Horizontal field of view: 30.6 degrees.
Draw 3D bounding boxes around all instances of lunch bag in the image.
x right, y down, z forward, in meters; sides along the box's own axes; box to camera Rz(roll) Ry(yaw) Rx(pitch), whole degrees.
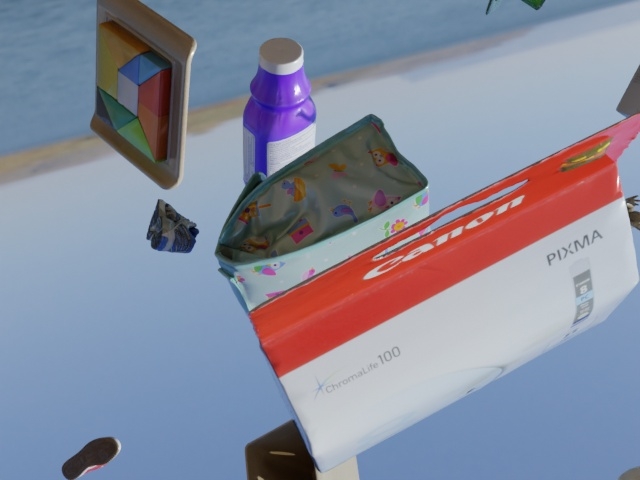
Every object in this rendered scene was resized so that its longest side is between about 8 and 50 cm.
[{"bbox_3d":[0.000,0.000,1.459,0.262,0.160,0.223,-31,152,-7],"label":"lunch bag"}]

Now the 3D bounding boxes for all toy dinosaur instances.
[{"bbox_3d":[0.478,-0.036,1.824,0.183,0.053,0.092,13,171,-4],"label":"toy dinosaur"}]

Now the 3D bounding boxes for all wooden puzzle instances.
[{"bbox_3d":[-0.269,-0.221,1.696,0.044,0.239,0.221,-19,-136,-40],"label":"wooden puzzle"}]

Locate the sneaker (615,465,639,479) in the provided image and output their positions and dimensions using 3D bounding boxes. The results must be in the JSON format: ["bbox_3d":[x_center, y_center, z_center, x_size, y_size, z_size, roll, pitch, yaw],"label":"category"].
[{"bbox_3d":[0.499,0.420,1.486,0.108,0.292,0.169,-46,-172,16],"label":"sneaker"}]

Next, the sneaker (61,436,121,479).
[{"bbox_3d":[-0.337,0.324,1.788,0.118,0.042,0.067,-31,175,27],"label":"sneaker"}]

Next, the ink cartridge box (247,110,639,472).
[{"bbox_3d":[0.110,0.058,0.910,0.308,0.091,0.385,-27,166,-5],"label":"ink cartridge box"}]

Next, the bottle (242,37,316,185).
[{"bbox_3d":[-0.064,-0.186,1.832,0.118,0.283,0.092,-31,-124,-27],"label":"bottle"}]

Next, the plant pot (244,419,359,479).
[{"bbox_3d":[-0.013,0.277,1.352,0.109,0.109,0.096,-33,138,31],"label":"plant pot"}]

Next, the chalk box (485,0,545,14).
[{"bbox_3d":[0.252,-0.372,1.408,0.213,0.132,0.132,-57,175,30],"label":"chalk box"}]

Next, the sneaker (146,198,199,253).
[{"bbox_3d":[-0.185,-0.011,1.474,0.058,0.052,0.135,17,-165,-17],"label":"sneaker"}]

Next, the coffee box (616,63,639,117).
[{"bbox_3d":[0.475,-0.224,1.369,0.141,0.247,0.098,23,-173,-39],"label":"coffee box"}]
